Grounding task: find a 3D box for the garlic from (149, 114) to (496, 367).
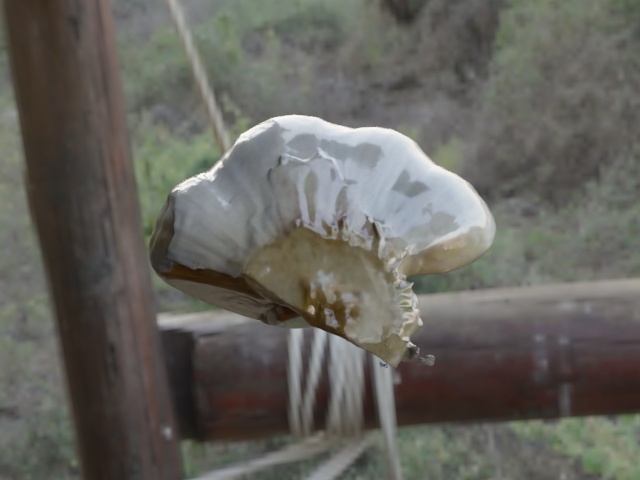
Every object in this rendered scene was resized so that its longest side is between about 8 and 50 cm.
[{"bbox_3d":[0.001,-0.003,0.520,0.113,0.074,0.094,4,4,9],"label":"garlic"}]
